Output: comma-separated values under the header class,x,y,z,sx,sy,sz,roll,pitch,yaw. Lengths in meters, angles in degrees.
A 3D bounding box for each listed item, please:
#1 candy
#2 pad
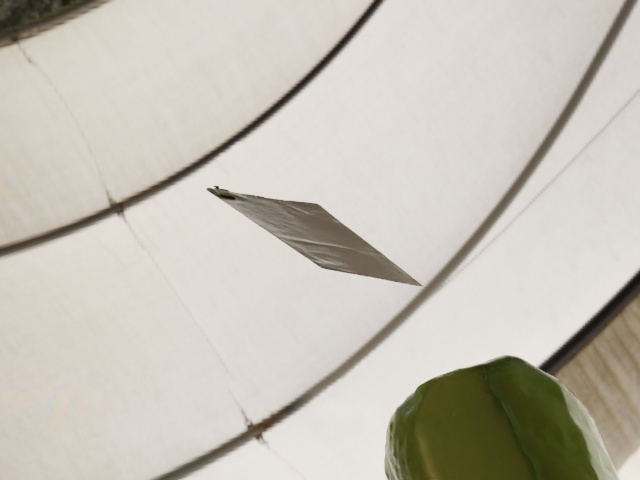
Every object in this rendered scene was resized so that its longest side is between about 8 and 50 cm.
class,x,y,z,sx,sy,sz,roll,pitch,yaw
candy,0.132,0.220,0.448,0.131,0.142,0.344,-7,-129,-14
pad,0.000,0.000,0.762,0.116,0.193,0.004,10,-107,35
